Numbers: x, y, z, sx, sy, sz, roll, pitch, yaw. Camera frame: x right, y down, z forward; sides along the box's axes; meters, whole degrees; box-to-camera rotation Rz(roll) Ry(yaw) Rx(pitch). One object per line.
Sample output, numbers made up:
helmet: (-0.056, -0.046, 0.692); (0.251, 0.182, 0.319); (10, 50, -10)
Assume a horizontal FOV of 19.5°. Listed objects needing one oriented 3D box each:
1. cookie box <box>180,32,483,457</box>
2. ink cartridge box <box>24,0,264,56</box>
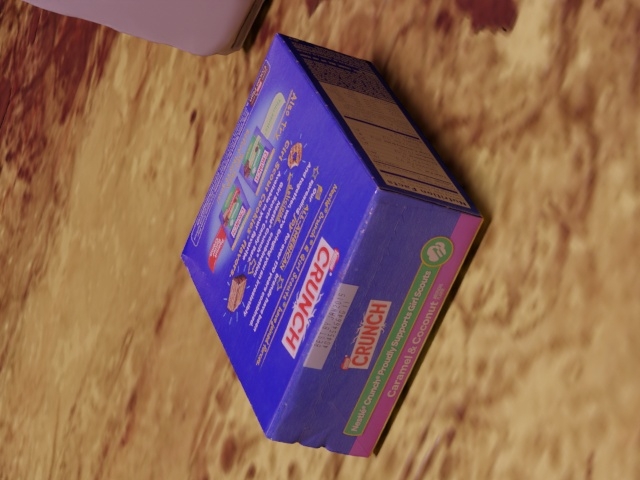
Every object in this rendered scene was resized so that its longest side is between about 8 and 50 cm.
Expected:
cookie box: (0.000, 0.000, 0.592); (0.092, 0.040, 0.107); (-65, 29, 24)
ink cartridge box: (-0.107, -0.177, 0.750); (0.093, 0.154, 0.212); (-61, 30, 28)
